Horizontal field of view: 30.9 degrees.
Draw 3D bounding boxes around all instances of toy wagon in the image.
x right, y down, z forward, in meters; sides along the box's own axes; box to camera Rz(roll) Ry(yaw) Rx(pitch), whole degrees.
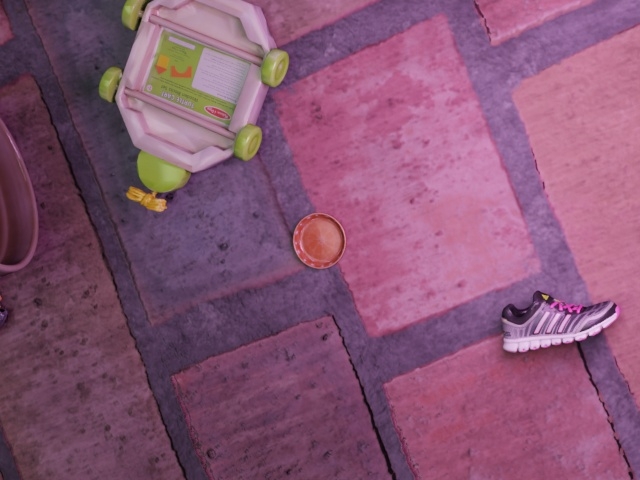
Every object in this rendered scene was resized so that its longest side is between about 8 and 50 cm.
[{"bbox_3d":[-0.206,-0.211,1.758,0.267,0.068,0.344,24,103,17],"label":"toy wagon"}]

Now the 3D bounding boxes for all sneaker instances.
[{"bbox_3d":[0.324,0.102,1.596,0.170,0.063,0.075,-17,95,25],"label":"sneaker"}]

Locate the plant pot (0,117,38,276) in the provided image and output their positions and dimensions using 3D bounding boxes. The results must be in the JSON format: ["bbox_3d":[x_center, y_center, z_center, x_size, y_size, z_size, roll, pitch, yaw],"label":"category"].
[{"bbox_3d":[-0.635,-0.061,1.770,0.280,0.323,0.323,-19,88,12],"label":"plant pot"}]

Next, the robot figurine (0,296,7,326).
[{"bbox_3d":[-0.660,0.100,1.937,0.291,0.085,0.211,-20,89,20],"label":"robot figurine"}]

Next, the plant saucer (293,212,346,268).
[{"bbox_3d":[0.000,0.000,1.730,0.083,0.013,0.084,2,96,19],"label":"plant saucer"}]
